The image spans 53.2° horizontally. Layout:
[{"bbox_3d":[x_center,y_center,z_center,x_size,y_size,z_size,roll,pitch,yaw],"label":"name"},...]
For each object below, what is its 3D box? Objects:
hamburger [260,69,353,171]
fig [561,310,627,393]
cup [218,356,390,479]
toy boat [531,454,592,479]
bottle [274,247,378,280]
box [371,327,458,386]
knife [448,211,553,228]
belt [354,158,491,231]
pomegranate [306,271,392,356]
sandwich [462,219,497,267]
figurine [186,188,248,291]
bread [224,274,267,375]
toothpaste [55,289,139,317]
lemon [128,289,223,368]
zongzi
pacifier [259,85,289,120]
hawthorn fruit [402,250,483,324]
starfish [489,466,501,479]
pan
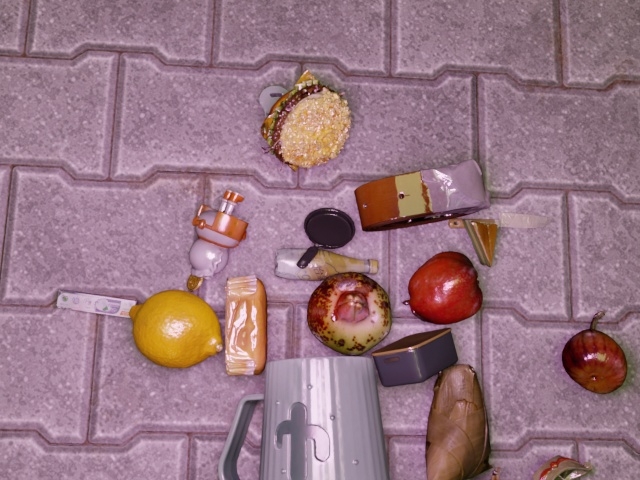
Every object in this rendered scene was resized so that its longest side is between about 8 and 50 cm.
[{"bbox_3d":[-0.031,-0.282,1.629,0.262,0.243,0.138,-49,55,2],"label":"hamburger"},{"bbox_3d":[0.692,0.292,1.640,0.149,0.148,0.202,13,35,-30],"label":"fig"},{"bbox_3d":[-0.037,0.475,1.467,0.400,0.310,0.393,-1,75,-7],"label":"cup"},{"bbox_3d":[0.592,0.591,1.598,0.185,0.089,0.071,-26,43,-20],"label":"toy boat"},{"bbox_3d":[0.016,0.065,1.649,0.269,0.083,0.083,4,80,-9],"label":"bottle"},{"bbox_3d":[0.235,0.286,1.561,0.201,0.144,0.090,-11,84,-50],"label":"box"},{"bbox_3d":[0.494,-0.054,1.738,0.297,0.017,0.047,1,76,-4],"label":"knife"},{"bbox_3d":[0.259,-0.110,1.628,0.338,0.217,0.122,-10,82,-8],"label":"belt"},{"bbox_3d":[0.071,0.172,1.550,0.214,0.248,0.214,0,76,1],"label":"pomegranate"},{"bbox_3d":[0.412,0.007,1.685,0.074,0.074,0.117,8,91,-8],"label":"sandwich"},{"bbox_3d":[-0.273,-0.002,1.610,0.143,0.143,0.271,35,78,2],"label":"figurine"},{"bbox_3d":[-0.184,0.212,1.576,0.106,0.136,0.241,-1,77,-4],"label":"bread"},{"bbox_3d":[-0.561,0.160,1.606,0.196,0.040,0.047,8,84,-3],"label":"toothpaste"},{"bbox_3d":[-0.347,0.215,1.543,0.244,0.187,0.187,19,79,0],"label":"lemon"},{"bbox_3d":[0.305,0.434,1.508,0.145,0.300,0.274,-9,78,28],"label":"zongzi"},{"bbox_3d":[-0.092,-0.350,1.697,0.126,0.116,0.151,0,75,-30],"label":"pacifier"},{"bbox_3d":[0.305,0.129,1.622,0.202,0.185,0.185,-23,82,9],"label":"hawthorn fruit"},{"bbox_3d":[0.424,0.617,1.572,0.238,0.213,0.057,34,43,-37],"label":"starfish"},{"bbox_3d":[0.000,0.000,1.633,0.136,0.028,0.235,26,48,13],"label":"pan"}]
